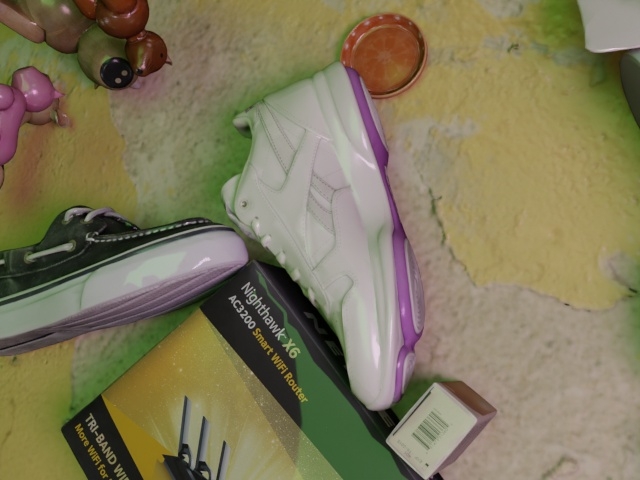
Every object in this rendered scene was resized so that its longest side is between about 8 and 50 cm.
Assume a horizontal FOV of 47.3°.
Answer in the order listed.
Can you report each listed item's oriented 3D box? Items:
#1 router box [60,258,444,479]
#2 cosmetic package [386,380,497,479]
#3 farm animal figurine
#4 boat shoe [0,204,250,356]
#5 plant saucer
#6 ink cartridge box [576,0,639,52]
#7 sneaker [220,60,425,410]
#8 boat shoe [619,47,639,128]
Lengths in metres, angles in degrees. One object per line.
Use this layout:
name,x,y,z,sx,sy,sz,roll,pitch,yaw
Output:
router box,-0.046,0.211,0.622,0.243,0.081,0.309,-42,70,8
cosmetic package,0.097,0.143,0.565,0.041,0.115,0.060,41,94,22
farm animal figurine,-0.271,-0.205,0.738,0.330,0.172,0.326,-30,60,21
boat shoe,-0.223,0.022,0.687,0.335,0.121,0.119,-16,76,23
plant saucer,0.059,-0.173,0.687,0.083,0.013,0.083,-3,80,18
ink cartridge box,0.355,-0.266,0.505,0.353,0.119,0.207,-8,51,18
sneaker,0.000,0.000,0.626,0.152,0.114,0.305,-16,66,10
boat shoe,0.364,-0.016,0.500,0.156,0.136,0.367,-26,64,11
